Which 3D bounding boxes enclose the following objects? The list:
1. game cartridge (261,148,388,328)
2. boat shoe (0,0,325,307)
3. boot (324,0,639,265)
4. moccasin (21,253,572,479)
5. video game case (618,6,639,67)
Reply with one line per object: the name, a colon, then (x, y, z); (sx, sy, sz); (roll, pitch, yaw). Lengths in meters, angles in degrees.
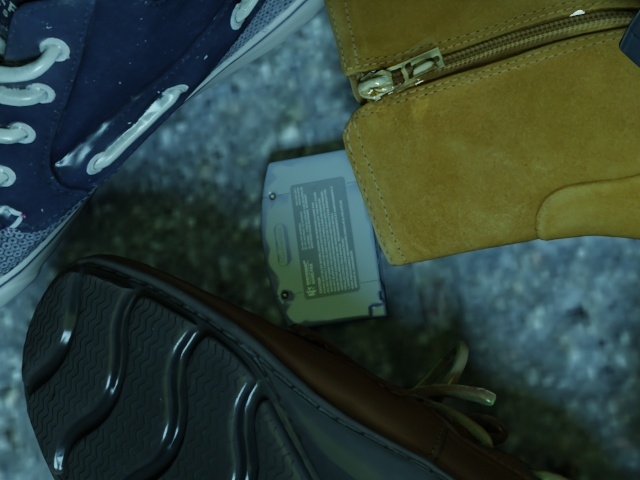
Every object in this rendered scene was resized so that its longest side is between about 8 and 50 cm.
game cartridge: (0.000, 0.000, 0.705); (0.056, 0.017, 0.083); (-8, 80, 7)
boat shoe: (-0.145, -0.078, 0.674); (0.340, 0.158, 0.127); (-42, 75, 3)
boot: (0.129, -0.025, 0.646); (0.211, 0.104, 0.295); (-25, 72, 13)
moccasin: (0.033, 0.119, 0.621); (0.380, 0.147, 0.139); (24, 102, 22)
video game case: (0.296, -0.069, 0.577); (0.275, 0.035, 0.248); (-37, 74, -26)
